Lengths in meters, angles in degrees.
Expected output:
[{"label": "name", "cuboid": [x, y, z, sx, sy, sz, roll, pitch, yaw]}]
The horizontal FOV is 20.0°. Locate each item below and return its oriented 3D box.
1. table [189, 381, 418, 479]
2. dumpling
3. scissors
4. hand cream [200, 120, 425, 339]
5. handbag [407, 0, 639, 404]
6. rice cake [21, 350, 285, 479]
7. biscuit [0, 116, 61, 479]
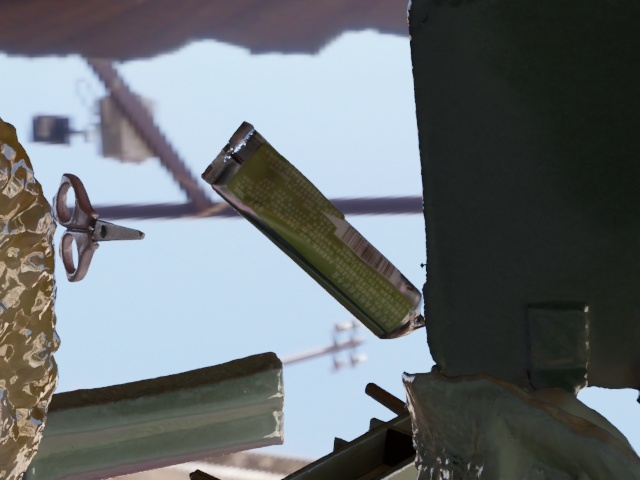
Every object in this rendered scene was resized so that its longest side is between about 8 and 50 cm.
[{"label": "table", "cuboid": [0.021, 0.161, 1.093, 0.111, 0.240, 0.121, 17, -69, 31]}, {"label": "dumpling", "cuboid": [0.102, 0.136, 0.706, 0.108, 0.152, 0.219, -44, -72, 3]}, {"label": "scissors", "cuboid": [-0.194, -0.009, 1.588, 0.189, 0.015, 0.100, 4, -82, 59]}, {"label": "hand cream", "cuboid": [0.000, 0.000, 1.564, 0.235, 0.086, 0.055, 43, -46, -9]}, {"label": "handbag", "cuboid": [0.173, -0.025, 0.852, 0.247, 0.079, 0.260, 6, -57, 17]}, {"label": "rice cake", "cuboid": [-0.134, 0.146, 1.422, 0.221, 0.042, 0.080, -10, -65, -11]}, {"label": "biscuit", "cuboid": [-0.129, 0.020, 0.468, 0.038, 0.141, 0.290, 33, -29, 31]}]
